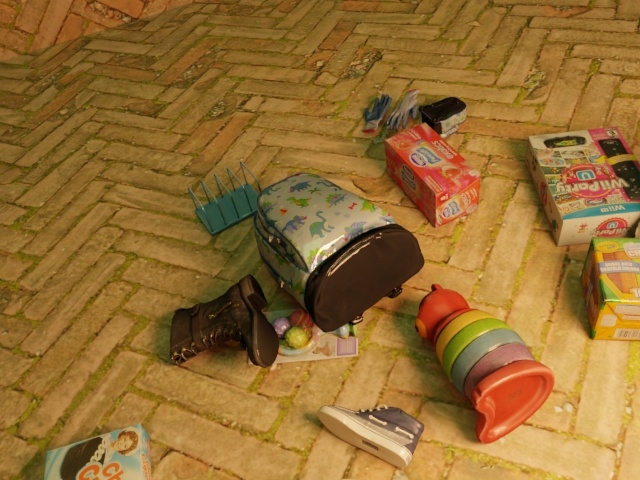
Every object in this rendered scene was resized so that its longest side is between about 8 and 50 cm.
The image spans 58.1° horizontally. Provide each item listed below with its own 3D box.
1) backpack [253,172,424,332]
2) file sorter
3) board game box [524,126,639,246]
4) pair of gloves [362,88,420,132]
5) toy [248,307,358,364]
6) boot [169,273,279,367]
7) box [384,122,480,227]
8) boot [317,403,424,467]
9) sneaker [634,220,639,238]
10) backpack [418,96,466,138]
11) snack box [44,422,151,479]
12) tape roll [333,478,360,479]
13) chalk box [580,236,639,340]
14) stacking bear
[{"bbox_3d":[0.000,0.000,1.290,0.290,0.273,0.355,-31,26,-18],"label":"backpack"},{"bbox_3d":[-0.250,-0.117,1.533,0.170,0.104,0.118,-29,48,-15],"label":"file sorter"},{"bbox_3d":[0.640,-0.135,1.372,0.224,0.097,0.303,-6,48,6],"label":"board game box"},{"bbox_3d":[0.206,-0.380,1.704,0.198,0.023,0.159,-1,54,41],"label":"pair of gloves"},{"bbox_3d":[-0.039,0.188,1.237,0.237,0.056,0.137,-4,45,8],"label":"toy"},{"bbox_3d":[-0.216,0.206,1.222,0.229,0.091,0.263,-29,39,7],"label":"boot"},{"bbox_3d":[0.279,-0.170,1.459,0.128,0.122,0.257,-24,47,-9],"label":"box"},{"bbox_3d":[0.093,0.339,1.070,0.190,0.069,0.086,24,49,20],"label":"boot"},{"bbox_3d":[0.723,-0.050,1.164,0.111,0.297,0.129,3,7,4],"label":"sneaker"},{"bbox_3d":[0.355,-0.352,1.639,0.114,0.084,0.105,-28,46,-6],"label":"backpack"},{"bbox_3d":[-0.392,0.503,1.013,0.187,0.060,0.322,-16,46,-4],"label":"snack box"},{"bbox_3d":[0.039,0.523,0.879,0.286,0.100,0.286,-6,47,6],"label":"tape roll"},{"bbox_3d":[0.608,0.078,1.153,0.132,0.132,0.213,1,48,12],"label":"chalk box"},{"bbox_3d":[0.284,0.202,1.097,0.164,0.175,0.289,-26,40,-9],"label":"stacking bear"}]
